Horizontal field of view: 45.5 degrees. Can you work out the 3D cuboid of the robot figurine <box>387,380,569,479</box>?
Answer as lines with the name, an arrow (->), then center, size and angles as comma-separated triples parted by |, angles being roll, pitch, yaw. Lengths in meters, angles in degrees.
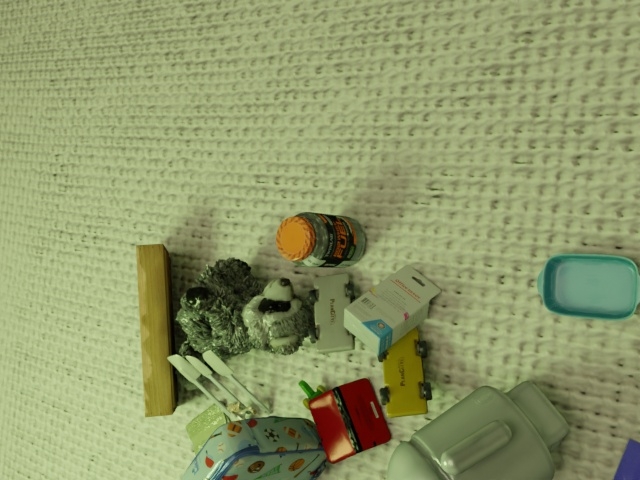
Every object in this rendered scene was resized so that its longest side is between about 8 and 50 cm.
robot figurine -> 0.264, 0.396, 1.346 | 0.353, 0.300, 0.200 | -32, 59, -11

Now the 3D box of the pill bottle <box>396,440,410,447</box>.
pill bottle -> 0.208, 0.473, 1.512 | 0.086, 0.086, 0.152 | -23, 75, 34

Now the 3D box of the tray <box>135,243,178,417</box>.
tray -> -0.409, 0.224, 1.928 | 0.076, 0.203, 0.411 | -3, 84, -7

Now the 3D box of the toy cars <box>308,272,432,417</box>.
toy cars -> 0.101, 0.224, 1.599 | 0.176, 0.087, 0.393 | -41, 56, -16

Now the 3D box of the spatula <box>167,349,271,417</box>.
spatula -> -0.236, 0.341, 1.798 | 0.168, 0.242, 0.019 | -18, 35, 36

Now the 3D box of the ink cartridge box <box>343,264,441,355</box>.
ink cartridge box -> 0.148, 0.138, 1.554 | 0.104, 0.181, 0.062 | 39, 148, 32

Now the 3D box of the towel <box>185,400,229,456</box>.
towel -> -0.278, 0.478, 1.915 | 0.148, 0.027, 0.110 | -39, 65, 29

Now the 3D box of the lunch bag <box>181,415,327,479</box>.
lunch bag -> -0.133, 0.497, 1.644 | 0.243, 0.303, 0.115 | -57, 45, 19

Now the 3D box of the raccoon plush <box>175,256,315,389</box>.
raccoon plush -> -0.159, 0.242, 1.794 | 0.299, 0.216, 0.447 | 33, 138, 19

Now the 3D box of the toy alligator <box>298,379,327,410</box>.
toy alligator -> 0.022, 0.380, 1.684 | 0.189, 0.056, 0.051 | 38, 152, 22

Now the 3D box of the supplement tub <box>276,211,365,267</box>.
supplement tub -> 0.000, 0.000, 1.627 | 0.117, 0.190, 0.117 | -2, 87, 37

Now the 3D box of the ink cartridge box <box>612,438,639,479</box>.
ink cartridge box -> 0.561, 0.453, 1.235 | 0.208, 0.045, 0.206 | 18, 80, 37

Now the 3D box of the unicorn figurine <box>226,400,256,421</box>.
unicorn figurine -> -0.179, 0.456, 1.819 | 0.111, 0.060, 0.162 | -17, 88, 44

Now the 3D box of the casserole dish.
casserole dish -> 0.482, 0.081, 1.356 | 0.188, 0.037, 0.114 | 2, 89, 38

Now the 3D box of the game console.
game console -> 0.062, 0.385, 1.633 | 0.144, 0.124, 0.085 | 68, 153, 18
